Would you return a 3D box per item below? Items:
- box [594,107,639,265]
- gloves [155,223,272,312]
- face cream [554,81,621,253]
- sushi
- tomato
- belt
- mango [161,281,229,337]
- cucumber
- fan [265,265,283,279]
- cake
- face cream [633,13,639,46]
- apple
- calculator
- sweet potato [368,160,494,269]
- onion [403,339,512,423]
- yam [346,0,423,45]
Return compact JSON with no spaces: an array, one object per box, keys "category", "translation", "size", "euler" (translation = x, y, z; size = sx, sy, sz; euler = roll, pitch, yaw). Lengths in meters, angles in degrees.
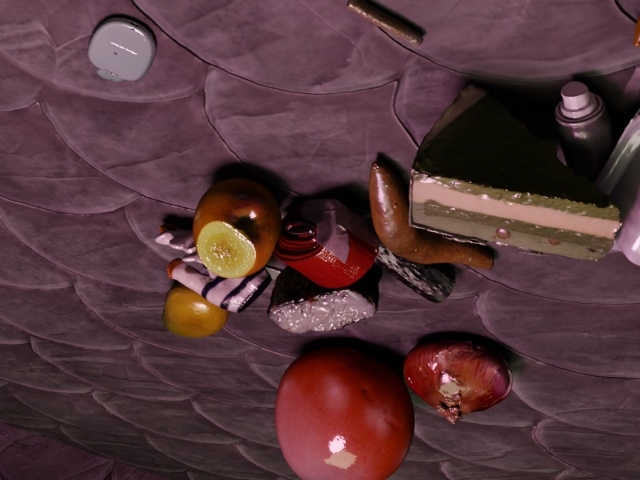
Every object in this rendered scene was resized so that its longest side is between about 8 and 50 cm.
[{"category":"box","translation":[0.541,-0.035,1.393],"size":[0.337,0.106,0.264],"euler":[11,130,-11]},{"category":"gloves","translation":[-0.205,0.033,1.950],"size":[0.219,0.131,0.140],"euler":[44,153,8]},{"category":"face cream","translation":[0.385,-0.101,1.450],"size":[0.073,0.073,0.283],"euler":[-3,135,27]},{"category":"sushi","translation":[0.011,0.091,1.928],"size":[0.225,0.127,0.124],"euler":[-19,137,32]},{"category":"tomato","translation":[0.050,0.398,2.258],"size":[0.321,0.321,0.321],"euler":[10,151,6]},{"category":"belt","translation":[0.000,0.000,1.757],"size":[0.124,0.128,0.201],"euler":[33,165,-29]},{"category":"mango","translation":[-0.264,0.151,2.193],"size":[0.137,0.091,0.237],"euler":[21,156,-3]},{"category":"cucumber","translation":[0.142,0.043,1.854],"size":[0.211,0.062,0.078],"euler":[29,148,-26]},{"category":"fan","translation":[-0.035,0.079,2.041],"size":[0.193,0.016,0.038],"euler":[13,149,2]},{"category":"cake","translation":[0.279,-0.094,1.433],"size":[0.283,0.172,0.158],"euler":[13,152,11]},{"category":"face cream","translation":[0.469,-0.240,1.234],"size":[0.182,0.051,0.072],"euler":[12,155,6]},{"category":"apple","translation":[-0.142,-0.025,1.751],"size":[0.146,0.163,0.147],"euler":[26,153,-15]},{"category":"calculator","translation":[-0.295,-0.277,1.526],"size":[0.095,0.021,0.153],"euler":[23,146,-16]},{"category":"sweet potato","translation":[0.163,-0.014,1.734],"size":[0.108,0.079,0.346],"euler":[-27,136,33]},{"category":"onion","translation":[0.284,0.302,2.146],"size":[0.230,0.163,0.230],"euler":[3,153,2]},{"category":"yam","translation":[0.085,-0.286,1.349],"size":[0.116,0.021,0.021],"euler":[26,149,-21]}]
